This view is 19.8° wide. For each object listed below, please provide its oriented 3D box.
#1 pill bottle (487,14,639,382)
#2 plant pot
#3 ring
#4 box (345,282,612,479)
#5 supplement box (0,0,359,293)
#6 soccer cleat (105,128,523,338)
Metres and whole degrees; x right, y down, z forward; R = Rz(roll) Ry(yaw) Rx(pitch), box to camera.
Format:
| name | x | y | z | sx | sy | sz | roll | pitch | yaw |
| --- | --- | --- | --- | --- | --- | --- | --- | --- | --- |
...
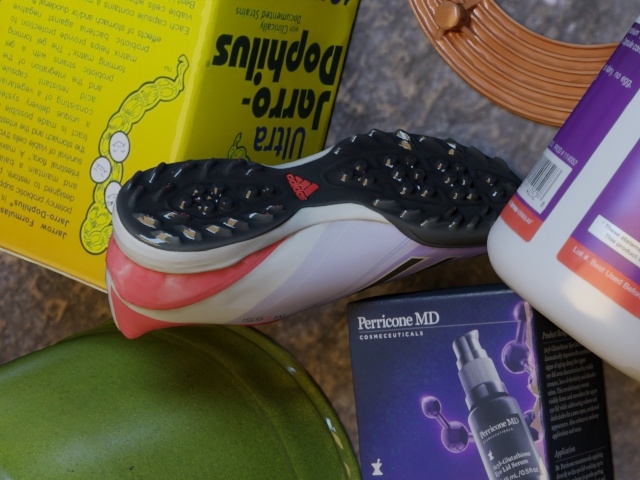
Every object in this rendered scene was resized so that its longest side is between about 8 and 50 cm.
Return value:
| name | x | y | z | sx | sy | sz | roll | pitch | yaw |
| --- | --- | --- | --- | --- | --- | --- | --- | --- | --- |
| pill bottle | 0.260 | -0.070 | 1.147 | 0.181 | 0.181 | 0.323 | 39 | 99 | 25 |
| plant pot | -0.207 | 0.244 | 1.368 | 0.366 | 0.353 | 0.367 | 2 | 93 | 32 |
| ring | 0.191 | -0.247 | 1.292 | 0.336 | 0.032 | 0.337 | 1 | 92 | 32 |
| box | 0.115 | 0.135 | 1.308 | 0.153 | 0.108 | 0.207 | -8 | 88 | 32 |
| supplement box | -0.110 | -0.150 | 1.385 | 0.195 | 0.194 | 0.357 | 20 | 103 | 29 |
| soccer cleat | 0.000 | 0.000 | 1.293 | 0.109 | 0.318 | 0.116 | 62 | 148 | 38 |
